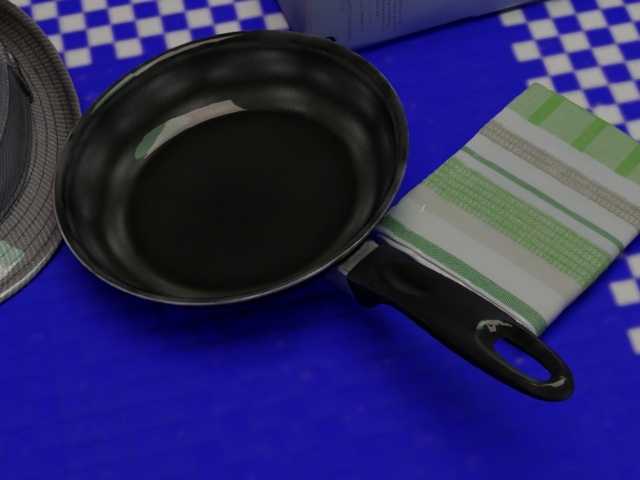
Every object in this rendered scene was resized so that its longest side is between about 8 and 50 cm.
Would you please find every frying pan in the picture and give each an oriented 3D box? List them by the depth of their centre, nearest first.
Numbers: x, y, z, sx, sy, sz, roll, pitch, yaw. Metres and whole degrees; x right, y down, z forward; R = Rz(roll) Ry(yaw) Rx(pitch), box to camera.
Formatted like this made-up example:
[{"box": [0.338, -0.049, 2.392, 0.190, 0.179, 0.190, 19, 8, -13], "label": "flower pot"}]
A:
[{"box": [0.010, -0.023, 0.877, 0.326, 0.053, 0.197, 14, 56, 22], "label": "frying pan"}]

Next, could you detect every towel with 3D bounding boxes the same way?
[{"box": [0.117, -0.017, 0.909, 0.113, 0.023, 0.152, 35, 59, 24], "label": "towel"}]

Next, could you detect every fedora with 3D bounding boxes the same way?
[{"box": [-0.262, -0.085, 0.915, 0.243, 0.124, 0.275, -13, 52, -7], "label": "fedora"}]

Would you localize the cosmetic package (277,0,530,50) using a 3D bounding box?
[{"box": [0.061, -0.307, 1.095, 0.284, 0.097, 0.377, -16, 52, -13], "label": "cosmetic package"}]
